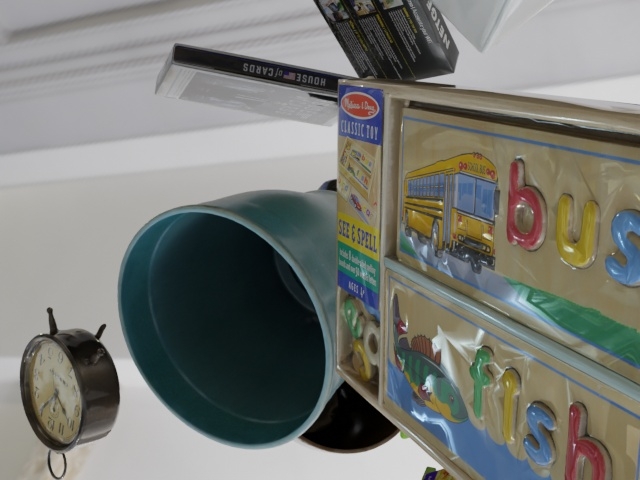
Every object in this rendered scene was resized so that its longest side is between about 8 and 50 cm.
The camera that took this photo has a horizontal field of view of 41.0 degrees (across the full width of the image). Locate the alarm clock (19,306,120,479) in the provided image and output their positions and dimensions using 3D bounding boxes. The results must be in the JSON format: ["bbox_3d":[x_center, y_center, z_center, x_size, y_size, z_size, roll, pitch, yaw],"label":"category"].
[{"bbox_3d":[-0.277,0.179,0.942,0.129,0.064,0.191,29,-69,36],"label":"alarm clock"}]

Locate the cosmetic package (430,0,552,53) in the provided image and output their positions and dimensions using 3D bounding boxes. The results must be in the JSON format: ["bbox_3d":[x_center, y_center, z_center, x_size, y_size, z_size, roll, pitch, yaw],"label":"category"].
[{"bbox_3d":[0.187,-0.487,0.882,0.329,0.327,0.393,-38,-100,-12],"label":"cosmetic package"}]

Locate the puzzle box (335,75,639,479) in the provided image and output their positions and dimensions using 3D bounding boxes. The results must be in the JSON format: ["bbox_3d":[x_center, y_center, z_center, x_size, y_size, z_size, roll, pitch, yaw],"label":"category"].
[{"bbox_3d":[0.113,0.033,0.582,0.052,0.271,0.409,-5,-166,-22],"label":"puzzle box"}]

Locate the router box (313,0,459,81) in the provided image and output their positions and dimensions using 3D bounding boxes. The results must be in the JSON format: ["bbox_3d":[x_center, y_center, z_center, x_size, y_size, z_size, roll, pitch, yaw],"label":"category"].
[{"bbox_3d":[0.084,-0.280,1.103,0.133,0.179,0.046,-5,-129,30],"label":"router box"}]

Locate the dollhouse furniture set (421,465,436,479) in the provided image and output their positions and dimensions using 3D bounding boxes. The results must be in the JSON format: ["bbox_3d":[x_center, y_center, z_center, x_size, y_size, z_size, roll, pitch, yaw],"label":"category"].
[{"bbox_3d":[0.165,0.345,1.116,0.076,0.058,0.151,5,-156,22],"label":"dollhouse furniture set"}]

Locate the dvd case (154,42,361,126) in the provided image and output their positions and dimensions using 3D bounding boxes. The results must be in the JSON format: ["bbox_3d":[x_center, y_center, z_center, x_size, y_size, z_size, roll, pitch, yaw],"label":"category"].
[{"bbox_3d":[-0.071,-0.183,1.036,0.179,0.239,0.029,173,-75,-73],"label":"dvd case"}]

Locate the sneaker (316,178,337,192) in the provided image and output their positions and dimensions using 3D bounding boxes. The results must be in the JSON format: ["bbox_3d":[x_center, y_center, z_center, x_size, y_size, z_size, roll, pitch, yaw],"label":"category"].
[{"bbox_3d":[0.000,0.000,1.369,0.130,0.330,0.147,-3,-123,-11],"label":"sneaker"}]

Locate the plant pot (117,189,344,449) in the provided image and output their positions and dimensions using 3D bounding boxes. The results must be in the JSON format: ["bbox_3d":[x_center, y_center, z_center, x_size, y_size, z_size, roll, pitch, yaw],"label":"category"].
[{"bbox_3d":[-0.044,0.059,0.989,0.272,0.271,0.255,3,-162,31],"label":"plant pot"}]

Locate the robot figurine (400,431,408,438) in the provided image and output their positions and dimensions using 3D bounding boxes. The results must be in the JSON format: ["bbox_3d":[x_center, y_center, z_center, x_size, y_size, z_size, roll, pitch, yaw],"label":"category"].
[{"bbox_3d":[0.151,0.243,1.236,0.115,0.067,0.101,-17,-149,-35],"label":"robot figurine"}]

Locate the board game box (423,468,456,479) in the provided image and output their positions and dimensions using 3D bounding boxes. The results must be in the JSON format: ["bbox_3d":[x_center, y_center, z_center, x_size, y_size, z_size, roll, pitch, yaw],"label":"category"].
[{"bbox_3d":[0.174,0.290,0.898,0.194,0.045,0.146,-30,-165,38],"label":"board game box"}]

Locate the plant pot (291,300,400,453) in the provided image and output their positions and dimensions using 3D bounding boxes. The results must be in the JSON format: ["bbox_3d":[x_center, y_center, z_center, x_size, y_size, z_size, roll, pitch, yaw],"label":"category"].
[{"bbox_3d":[0.003,0.211,1.226,0.216,0.230,0.215,5,-112,-13],"label":"plant pot"}]
